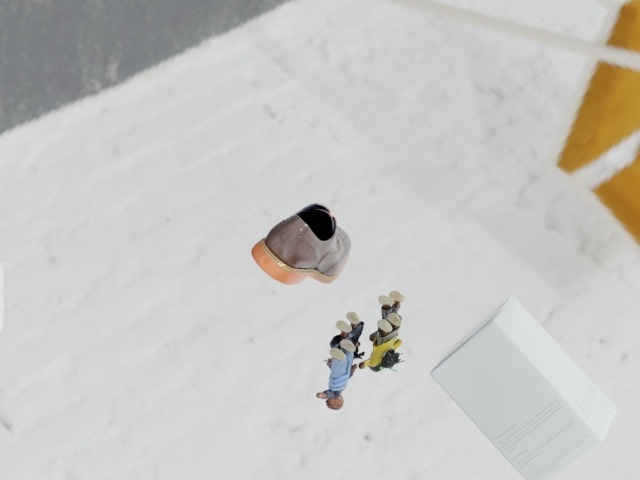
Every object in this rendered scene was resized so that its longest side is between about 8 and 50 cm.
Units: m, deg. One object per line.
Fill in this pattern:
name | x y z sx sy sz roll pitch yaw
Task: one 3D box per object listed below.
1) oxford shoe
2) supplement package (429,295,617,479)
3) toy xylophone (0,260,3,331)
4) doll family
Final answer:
oxford shoe | 0.000 0.000 1.785 0.098 0.097 0.271 -49 170 17
supplement package | 0.231 0.171 1.410 0.105 0.179 0.105 -44 175 27
toy xylophone | -0.460 -0.017 1.231 0.081 0.236 0.323 -37 138 18
doll family | 0.056 0.154 1.691 0.193 0.076 0.111 -23 144 -32
